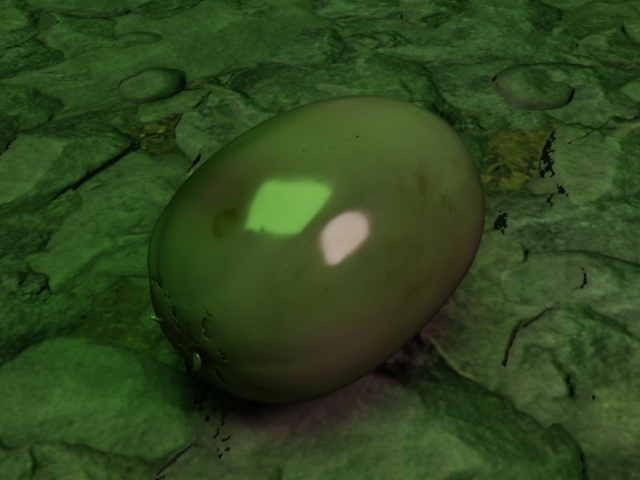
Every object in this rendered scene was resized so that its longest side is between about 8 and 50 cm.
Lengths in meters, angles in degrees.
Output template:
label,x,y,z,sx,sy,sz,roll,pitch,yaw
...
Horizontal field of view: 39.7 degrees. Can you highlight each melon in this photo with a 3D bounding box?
label,x,y,z,sx,sy,sz,roll,pitch,yaw
melon,0.000,0.000,0.737,0.223,0.223,0.317,28,50,33
